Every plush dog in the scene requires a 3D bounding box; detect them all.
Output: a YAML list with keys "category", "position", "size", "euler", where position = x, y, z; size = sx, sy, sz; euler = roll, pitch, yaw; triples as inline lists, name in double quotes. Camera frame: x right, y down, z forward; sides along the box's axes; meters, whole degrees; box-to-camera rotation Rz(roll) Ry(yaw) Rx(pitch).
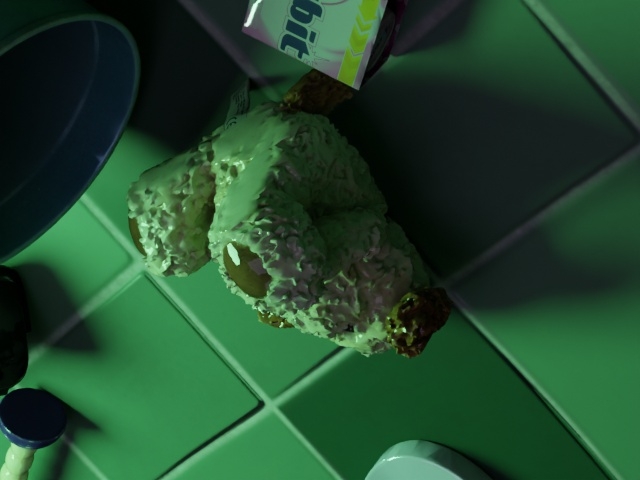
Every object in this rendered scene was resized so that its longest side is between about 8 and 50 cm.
- category: "plush dog"
  position: [0.000, 0.000, 1.581]
  size: [0.262, 0.210, 0.225]
  euler: [15, 148, 56]

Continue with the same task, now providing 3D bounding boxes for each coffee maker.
- category: "coffee maker"
  position: [-0.383, 0.073, 1.862]
  size: [0.178, 0.120, 0.171]
  euler: [-11, 113, 34]

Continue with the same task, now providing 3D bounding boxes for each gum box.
- category: "gum box"
  position: [0.019, -0.223, 1.468]
  size: [0.107, 0.062, 0.188]
  euler: [28, 130, 12]

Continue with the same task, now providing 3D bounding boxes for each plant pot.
- category: "plant pot"
  position: [-0.336, -0.145, 1.612]
  size: [0.255, 0.271, 0.272]
  euler: [40, 133, 21]

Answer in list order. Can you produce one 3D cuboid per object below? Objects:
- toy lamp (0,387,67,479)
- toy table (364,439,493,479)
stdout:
- category: "toy lamp"
  position: [-0.324, 0.270, 1.985]
  size: [0.080, 0.080, 0.275]
  euler: [31, 132, 9]
- category: "toy table"
  position: [0.098, 0.339, 1.731]
  size: [0.252, 0.161, 0.274]
  euler: [-21, 109, 38]
